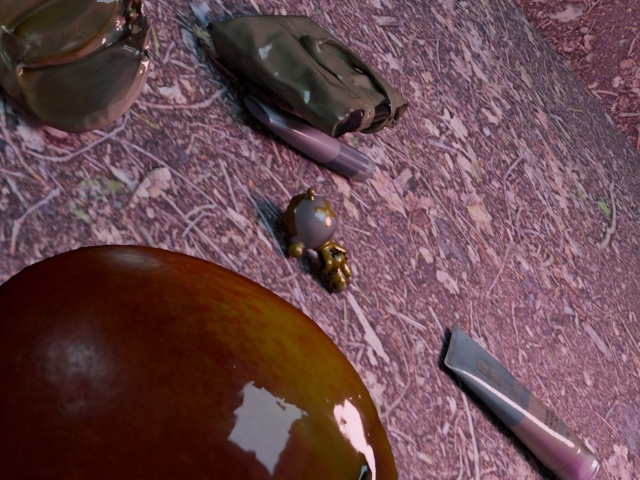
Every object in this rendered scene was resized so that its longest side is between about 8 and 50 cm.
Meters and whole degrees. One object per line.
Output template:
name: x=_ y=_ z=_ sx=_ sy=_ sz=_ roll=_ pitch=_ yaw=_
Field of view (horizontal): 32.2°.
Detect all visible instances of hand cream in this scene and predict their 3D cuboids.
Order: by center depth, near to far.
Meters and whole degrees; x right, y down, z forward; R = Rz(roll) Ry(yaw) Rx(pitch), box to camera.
hand cream: x=-0.014 y=-0.151 z=1.661 sx=0.255 sy=0.048 sz=0.079 roll=27 pitch=11 yaw=-45
hand cream: x=0.310 y=0.258 z=1.726 sx=0.312 sy=0.070 sz=0.111 roll=45 pitch=32 yaw=-13

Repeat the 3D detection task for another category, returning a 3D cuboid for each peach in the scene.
peach: x=-0.130 y=0.183 z=0.830 sx=0.370 sy=0.370 sz=0.370 roll=39 pitch=32 yaw=-30

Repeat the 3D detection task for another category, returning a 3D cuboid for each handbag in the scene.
handbag: x=-0.007 y=-0.251 z=1.695 sx=0.253 sy=0.109 sz=0.316 roll=41 pitch=21 yaw=13

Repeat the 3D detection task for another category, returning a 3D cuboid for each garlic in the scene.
garlic: x=-0.278 y=-0.234 z=1.219 sx=0.143 sy=0.178 sz=0.229 roll=-140 pitch=-150 yaw=-76

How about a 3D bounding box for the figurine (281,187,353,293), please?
figurine: x=-0.002 y=0.003 z=1.506 sx=0.101 sy=0.068 sz=0.143 roll=-5 pitch=81 yaw=-52
